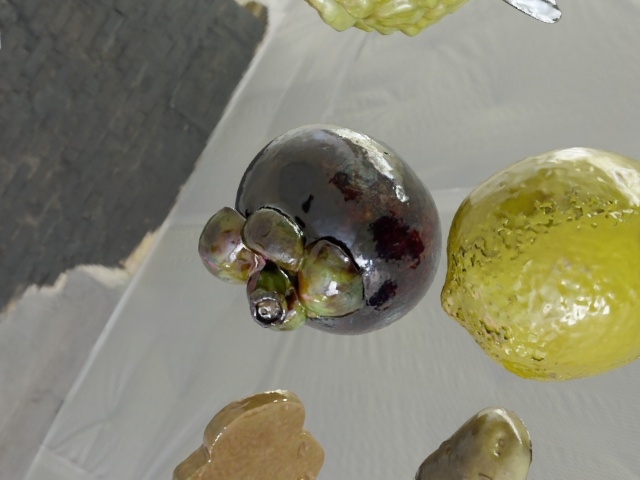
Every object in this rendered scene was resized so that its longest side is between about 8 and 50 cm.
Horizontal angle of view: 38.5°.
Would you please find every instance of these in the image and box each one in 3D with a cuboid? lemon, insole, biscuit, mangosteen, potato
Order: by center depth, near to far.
[{"bbox_3d":[0.167,-0.320,1.019,0.086,0.253,0.005,-37,164,-43],"label":"insole"},{"bbox_3d":[0.286,0.023,1.029,0.310,0.258,0.258,-15,-151,-8],"label":"lemon"},{"bbox_3d":[0.185,0.299,1.193,0.200,0.081,0.164,-54,-159,25],"label":"potato"},{"bbox_3d":[0.010,-0.007,1.310,0.330,0.330,0.330,-39,-148,30],"label":"mangosteen"},{"bbox_3d":[-0.120,0.386,1.415,0.051,0.269,0.376,42,-54,46],"label":"biscuit"}]

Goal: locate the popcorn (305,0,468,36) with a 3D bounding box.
[{"bbox_3d":[0.054,-0.319,0.870,0.224,0.258,0.270,-43,173,10],"label":"popcorn"}]
